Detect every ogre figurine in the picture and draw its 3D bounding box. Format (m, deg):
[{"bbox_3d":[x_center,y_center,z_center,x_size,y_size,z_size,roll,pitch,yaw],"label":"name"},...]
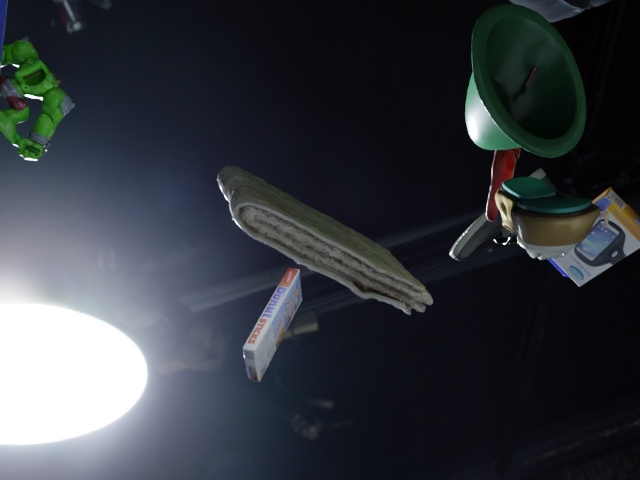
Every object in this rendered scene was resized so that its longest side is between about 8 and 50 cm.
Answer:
[{"bbox_3d":[-0.472,-0.234,1.027,0.118,0.197,0.097,-35,-22,-3],"label":"ogre figurine"}]

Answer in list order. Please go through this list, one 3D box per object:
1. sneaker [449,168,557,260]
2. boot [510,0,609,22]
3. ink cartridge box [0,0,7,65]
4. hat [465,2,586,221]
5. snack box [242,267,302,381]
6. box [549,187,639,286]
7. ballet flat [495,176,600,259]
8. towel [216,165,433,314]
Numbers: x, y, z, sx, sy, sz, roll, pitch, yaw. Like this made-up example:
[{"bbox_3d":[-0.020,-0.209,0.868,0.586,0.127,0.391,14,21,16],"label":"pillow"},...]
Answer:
[{"bbox_3d":[0.331,-0.014,1.098,0.222,0.118,0.083,-39,-8,-8],"label":"sneaker"},{"bbox_3d":[0.467,-0.464,1.051,0.367,0.146,0.445,1,6,33],"label":"boot"},{"bbox_3d":[-0.302,-0.140,0.499,0.097,0.046,0.207,-2,-60,-40],"label":"ink cartridge box"},{"bbox_3d":[0.194,-0.146,0.788,0.173,0.208,0.184,0,-13,-29],"label":"hat"},{"bbox_3d":[-0.067,0.119,0.955,0.022,0.178,0.064,9,-51,17],"label":"snack box"},{"bbox_3d":[0.357,0.002,0.863,0.028,0.081,0.136,-37,-9,-48],"label":"box"},{"bbox_3d":[0.233,-0.018,0.671,0.080,0.232,0.073,-4,-79,9],"label":"ballet flat"},{"bbox_3d":[0.000,0.000,0.819,0.282,0.187,0.049,28,-81,-22],"label":"towel"}]
